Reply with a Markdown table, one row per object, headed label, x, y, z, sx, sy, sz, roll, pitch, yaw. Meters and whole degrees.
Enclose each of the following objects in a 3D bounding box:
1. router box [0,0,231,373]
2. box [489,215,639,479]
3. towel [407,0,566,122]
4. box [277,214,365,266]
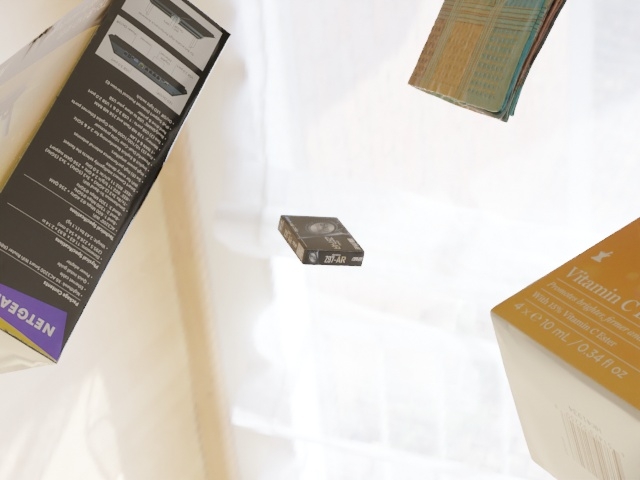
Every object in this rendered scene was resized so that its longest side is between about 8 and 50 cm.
| label | x | y | z | sx | sy | sz | roll | pitch | yaw |
| --- | --- | --- | --- | --- | --- | --- | --- | --- | --- |
| router box | -0.213 | -0.028 | 0.810 | 0.081 | 0.309 | 0.243 | 36 | 62 | -25 |
| box | 0.344 | 0.074 | 0.930 | 0.345 | 0.215 | 0.168 | -30 | 121 | -16 |
| towel | 0.275 | -0.347 | 1.962 | 0.040 | 0.370 | 0.271 | 22 | 96 | -22 |
| box | 0.000 | 0.000 | 1.231 | 0.067 | 0.083 | 0.018 | 2 | 116 | -22 |
